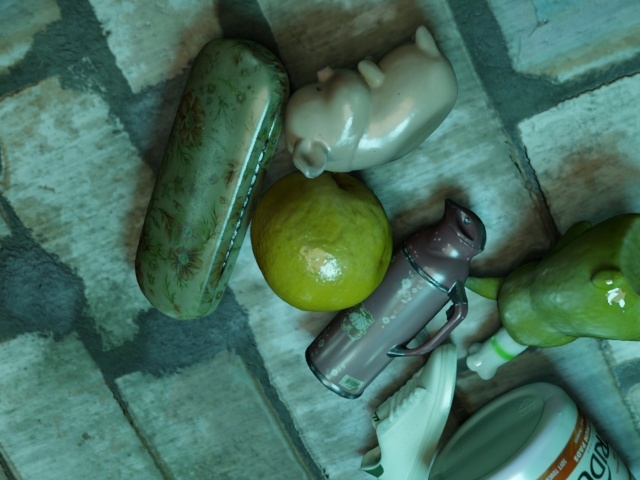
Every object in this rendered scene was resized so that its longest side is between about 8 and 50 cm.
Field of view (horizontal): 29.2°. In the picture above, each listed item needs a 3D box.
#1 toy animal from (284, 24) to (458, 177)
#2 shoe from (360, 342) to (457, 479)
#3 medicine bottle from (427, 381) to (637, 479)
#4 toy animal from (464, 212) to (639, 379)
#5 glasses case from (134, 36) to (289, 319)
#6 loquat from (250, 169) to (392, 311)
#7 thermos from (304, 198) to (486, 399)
[{"bbox_3d":[0.067,-0.177,1.664,0.250,0.166,0.154,-23,87,1],"label":"toy animal"},{"bbox_3d":[0.133,0.267,1.862,0.110,0.095,0.265,14,114,4],"label":"shoe"},{"bbox_3d":[0.318,0.370,1.784,0.252,0.252,0.241,-36,102,19],"label":"medicine bottle"},{"bbox_3d":[0.344,0.077,1.727,0.363,0.180,0.181,-24,84,59],"label":"toy animal"},{"bbox_3d":[-0.160,-0.083,1.757,0.156,0.098,0.425,35,116,32],"label":"glasses case"},{"bbox_3d":[0.000,0.000,1.725,0.208,0.208,0.208,3,111,8],"label":"loquat"},{"bbox_3d":[0.121,0.090,1.774,0.109,0.136,0.330,30,114,-26],"label":"thermos"}]
